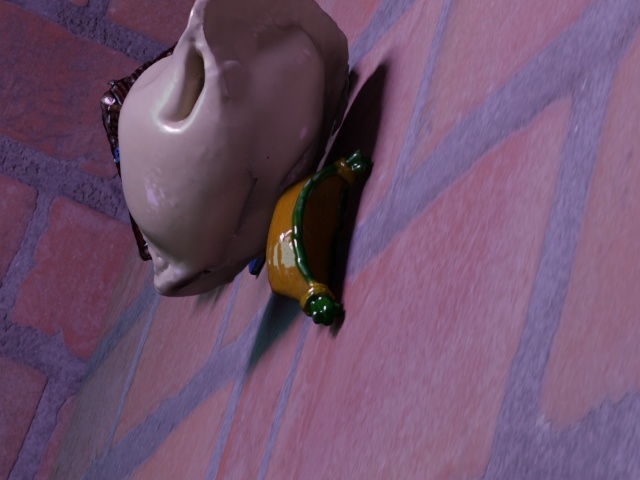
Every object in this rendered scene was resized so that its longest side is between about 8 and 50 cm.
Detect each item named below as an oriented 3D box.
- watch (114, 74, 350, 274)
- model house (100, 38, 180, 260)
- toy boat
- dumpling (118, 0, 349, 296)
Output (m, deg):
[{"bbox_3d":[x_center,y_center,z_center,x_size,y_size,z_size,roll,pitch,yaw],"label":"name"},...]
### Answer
[{"bbox_3d":[-0.068,-0.120,2.168,0.274,0.276,0.068,-45,40,5],"label":"watch"},{"bbox_3d":[-0.136,-0.142,2.444,0.317,0.297,0.282,-33,12,-19],"label":"model house"},{"bbox_3d":[0.000,0.000,1.833,0.088,0.089,0.229,-11,46,28],"label":"toy boat"},{"bbox_3d":[-0.073,-0.108,1.993,0.233,0.315,0.395,34,128,36],"label":"dumpling"}]
